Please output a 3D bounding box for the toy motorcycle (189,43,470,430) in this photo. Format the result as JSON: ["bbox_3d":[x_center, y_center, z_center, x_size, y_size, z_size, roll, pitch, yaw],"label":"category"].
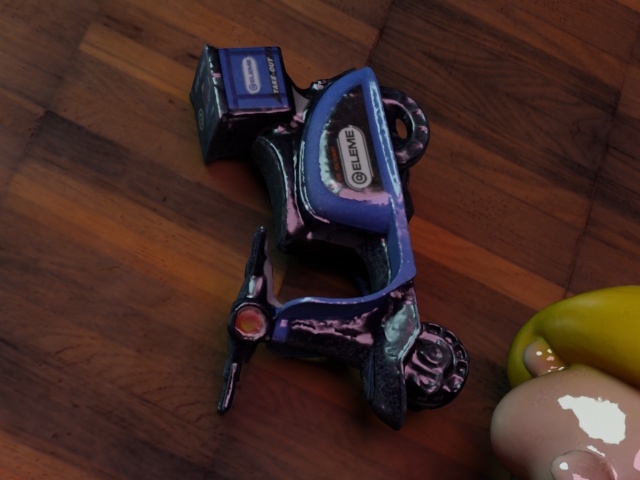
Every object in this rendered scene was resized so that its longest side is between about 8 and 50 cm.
[{"bbox_3d":[0.000,0.000,1.665,0.212,0.125,0.358,-4,62,-15],"label":"toy motorcycle"}]

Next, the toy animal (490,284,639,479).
[{"bbox_3d":[0.271,0.194,1.625,0.345,0.277,0.247,33,69,-42],"label":"toy animal"}]
